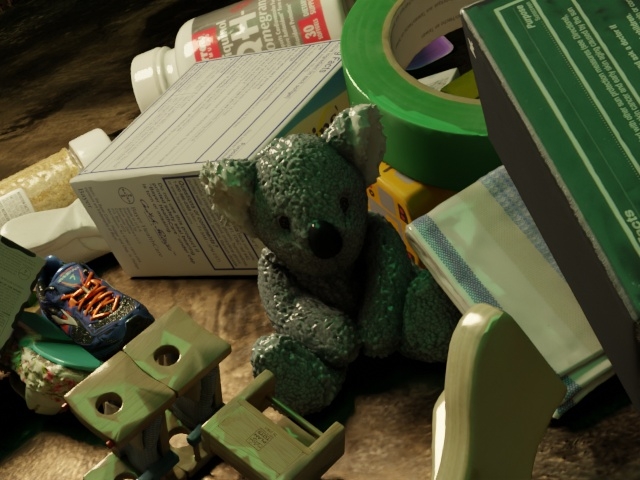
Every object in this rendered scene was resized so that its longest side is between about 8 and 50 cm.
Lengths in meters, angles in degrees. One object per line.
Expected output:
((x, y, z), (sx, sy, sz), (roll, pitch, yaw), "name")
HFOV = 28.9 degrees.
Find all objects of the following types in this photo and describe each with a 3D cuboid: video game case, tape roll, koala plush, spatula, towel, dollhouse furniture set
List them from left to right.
((-0.092, 0.174, 0.988), (0.184, 0.129, 0.129), (33, 55, 27), "dollhouse furniture set")
((0.000, 0.000, 1.095), (0.196, 0.221, 0.203), (-23, 24, 3), "koala plush")
((0.113, -0.310, 1.859), (0.084, 0.030, 0.296), (-28, 25, -3), "spatula")
((0.103, -0.179, 1.582), (0.143, 0.019, 0.157), (-16, 14, 16), "video game case")
((0.182, -0.180, 1.202), (0.321, 0.077, 0.321), (-6, 45, 6), "tape roll")
((0.235, -0.002, 1.001), (0.285, 0.034, 0.209), (-30, 59, -13), "towel")

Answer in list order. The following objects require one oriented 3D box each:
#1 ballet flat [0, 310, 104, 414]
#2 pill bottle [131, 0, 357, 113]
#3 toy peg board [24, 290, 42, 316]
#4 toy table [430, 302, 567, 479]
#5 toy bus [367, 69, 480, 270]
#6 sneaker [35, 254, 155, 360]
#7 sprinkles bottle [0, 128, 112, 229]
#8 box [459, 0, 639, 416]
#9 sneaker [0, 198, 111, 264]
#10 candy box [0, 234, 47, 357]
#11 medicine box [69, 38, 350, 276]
((-0.275, 0.133, 1.255), (0.091, 0.077, 0.241), (14, 3, -27), "ballet flat")
((-0.094, -0.248, 1.740), (0.318, 0.176, 0.176), (-18, 25, 13), "pill bottle")
((-0.424, 0.088, 1.465), (0.161, 0.079, 0.160), (-7, 29, 33), "toy peg board")
((0.102, 0.169, 0.667), (0.161, 0.252, 0.274), (-48, 41, -13), "toy table")
((0.188, -0.111, 1.263), (0.333, 0.108, 0.130), (-32, 45, -18), "toy bus")
((-0.258, 0.070, 1.345), (0.083, 0.087, 0.221), (-38, 28, -28), "sneaker")
((-0.414, -0.015, 1.615), (0.355, 0.121, 0.121), (-29, 25, -12), "sprinkles bottle")
((0.297, -0.076, 0.899), (0.294, 0.183, 0.296), (-22, 57, 1), "box")
((-0.296, 0.000, 1.547), (0.212, 0.094, 0.080), (-12, 53, -22), "sneaker")
((-0.380, 0.095, 1.284), (0.165, 0.070, 0.196), (-6, 57, 57), "candy box")
((-0.089, -0.094, 1.431), (0.289, 0.149, 0.263), (-1, 37, 40), "medicine box")
